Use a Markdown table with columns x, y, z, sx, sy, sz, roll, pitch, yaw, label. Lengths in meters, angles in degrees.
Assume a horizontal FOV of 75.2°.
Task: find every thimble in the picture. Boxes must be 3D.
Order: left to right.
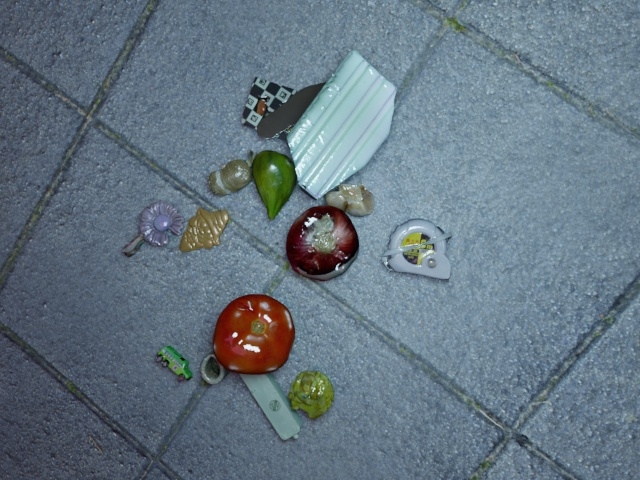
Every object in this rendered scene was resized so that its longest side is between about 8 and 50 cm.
| x | y | z | sx | sy | sz | roll | pitch | yaw | label |
| --- | --- | --- | --- | --- | --- | --- | --- | --- | --- |
| -0.400 | 0.482 | 1.595 | 0.102 | 0.090 | 0.115 | -19 | 91 | 12 | thimble |

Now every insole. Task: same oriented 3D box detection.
| x | y | z | sx | sy | sz | roll | pitch | yaw | label |
| --- | --- | --- | --- | --- | --- | --- | --- | --- | --- |
| -0.084 | -0.465 | 1.480 | 0.327 | 0.007 | 0.111 | -32 | 87 | -3 | insole |

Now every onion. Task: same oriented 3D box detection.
| x | y | z | sx | sy | sz | roll | pitch | yaw | label |
| --- | --- | --- | --- | --- | --- | --- | --- | --- | --- |
| 0.000 | 0.000 | 1.459 | 0.271 | 0.195 | 0.272 | -8 | 116 | -17 | onion |

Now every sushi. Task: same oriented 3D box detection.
| x | y | z | sx | sy | sz | roll | pitch | yaw | label |
| --- | --- | --- | --- | --- | --- | --- | --- | --- | --- |
| -0.133 | -0.454 | 1.505 | 0.279 | 0.043 | 0.193 | 16 | 90 | -5 | sushi |

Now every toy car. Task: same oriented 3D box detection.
| x | y | z | sx | sy | sz | roll | pitch | yaw | label |
| --- | --- | --- | --- | --- | --- | --- | --- | --- | --- |
| -0.569 | 0.485 | 1.641 | 0.165 | 0.071 | 0.063 | 39 | 86 | 7 | toy car |

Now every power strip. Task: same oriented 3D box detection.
| x | y | z | sx | sy | sz | roll | pitch | yaw | label |
| --- | --- | --- | --- | --- | --- | --- | --- | --- | --- |
| -0.195 | 0.584 | 1.575 | 0.091 | 0.062 | 0.385 | -35 | 86 | 11 | power strip |

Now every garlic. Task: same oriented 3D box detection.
| x | y | z | sx | sy | sz | roll | pitch | yaw | label |
| --- | --- | --- | --- | --- | --- | --- | --- | --- | --- |
| 0.103 | -0.148 | 1.463 | 0.174 | 0.099 | 0.124 | 8 | 114 | 15 | garlic |

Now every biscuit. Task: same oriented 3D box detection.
| x | y | z | sx | sy | sz | roll | pitch | yaw | label |
| --- | --- | --- | --- | --- | --- | --- | --- | --- | --- |
| -0.454 | -0.036 | 1.607 | 0.250 | 0.035 | 0.163 | -38 | 82 | 13 | biscuit |

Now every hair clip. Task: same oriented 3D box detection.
| x | y | z | sx | sy | sz | roll | pitch | yaw | label |
| --- | --- | --- | --- | --- | --- | --- | --- | --- | --- |
| -0.674 | -0.029 | 1.629 | 0.300 | 0.069 | 0.173 | -37 | 86 | 11 | hair clip |

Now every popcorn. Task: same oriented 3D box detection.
| x | y | z | sx | sy | sz | roll | pitch | yaw | label |
| --- | --- | --- | --- | --- | --- | --- | --- | --- | --- |
| -0.036 | 0.558 | 1.514 | 0.173 | 0.142 | 0.174 | 0 | 116 | -1 | popcorn |

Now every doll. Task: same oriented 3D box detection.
| x | y | z | sx | sy | sz | roll | pitch | yaw | label |
| --- | --- | --- | --- | --- | --- | --- | --- | --- | --- |
| -0.310 | -0.240 | 1.529 | 0.221 | 0.105 | 0.115 | -30 | 46 | 4 | doll |

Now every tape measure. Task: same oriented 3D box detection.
| x | y | z | sx | sy | sz | roll | pitch | yaw | label |
| --- | --- | --- | --- | --- | --- | --- | --- | --- | --- |
| 0.332 | 0.025 | 1.407 | 0.235 | 0.120 | 0.198 | 9 | 101 | 6 | tape measure |

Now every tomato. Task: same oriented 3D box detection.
| x | y | z | sx | sy | sz | roll | pitch | yaw | label |
| --- | --- | --- | --- | --- | --- | --- | --- | --- | --- |
| -0.236 | 0.343 | 1.472 | 0.298 | 0.298 | 0.226 | 45 | 141 | 5 | tomato |

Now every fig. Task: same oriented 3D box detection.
| x | y | z | sx | sy | sz | roll | pitch | yaw | label |
| --- | --- | --- | --- | --- | --- | --- | --- | --- | --- |
| -0.152 | -0.210 | 1.473 | 0.166 | 0.167 | 0.234 | -20 | 106 | 12 | fig |

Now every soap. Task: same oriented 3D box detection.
| x | y | z | sx | sy | sz | roll | pitch | yaw | label |
| --- | --- | --- | --- | --- | --- | --- | --- | --- | --- |
| 0.059 | -0.356 | 1.376 | 0.261 | 0.156 | 0.446 | 36 | 90 | -15 | soap |
